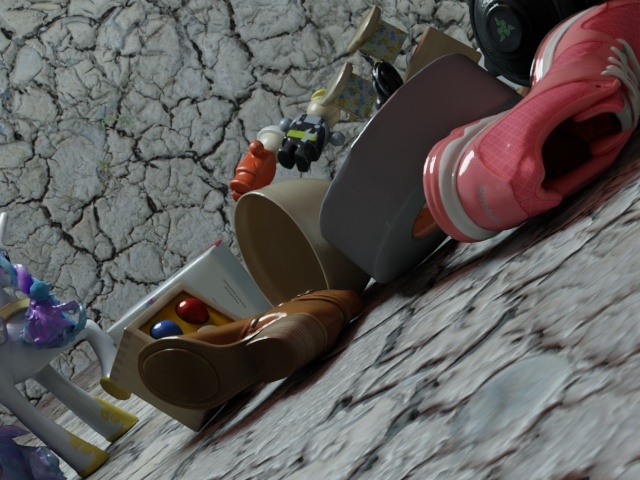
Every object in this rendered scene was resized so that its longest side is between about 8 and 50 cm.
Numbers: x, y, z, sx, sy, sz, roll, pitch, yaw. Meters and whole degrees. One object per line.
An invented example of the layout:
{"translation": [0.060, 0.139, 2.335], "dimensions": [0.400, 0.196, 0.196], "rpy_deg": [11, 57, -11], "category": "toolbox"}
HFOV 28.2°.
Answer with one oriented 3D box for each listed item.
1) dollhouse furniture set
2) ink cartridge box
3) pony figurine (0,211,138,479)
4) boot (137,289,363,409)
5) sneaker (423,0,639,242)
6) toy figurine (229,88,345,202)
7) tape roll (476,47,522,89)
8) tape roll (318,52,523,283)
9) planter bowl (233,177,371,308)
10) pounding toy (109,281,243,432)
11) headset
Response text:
{"translation": [0.111, -0.129, 1.460], "dimensions": [0.242, 0.212, 0.161], "rpy_deg": [-65, 8, -9], "category": "dollhouse furniture set"}
{"translation": [-0.169, 0.106, 1.684], "dimensions": [0.176, 0.127, 0.128], "rpy_deg": [-37, 5, 7], "category": "ink cartridge box"}
{"translation": [-0.420, 0.160, 1.577], "dimensions": [0.303, 0.363, 0.351], "rpy_deg": [-32, 7, 44], "category": "pony figurine"}
{"translation": [-0.064, 0.098, 1.222], "dimensions": [0.197, 0.073, 0.152], "rpy_deg": [-8, 13, 29], "category": "boot"}
{"translation": [0.229, -0.105, 1.077], "dimensions": [0.314, 0.116, 0.136], "rpy_deg": [-44, 21, -28], "category": "sneaker"}
{"translation": [0.000, -0.095, 1.864], "dimensions": [0.209, 0.213, 0.148], "rpy_deg": [-33, 20, 50], "category": "toy figurine"}
{"translation": [0.264, -0.240, 1.839], "dimensions": [0.286, 0.100, 0.286], "rpy_deg": [-41, 1, 1], "category": "tape roll"}
{"translation": [0.097, -0.066, 1.197], "dimensions": [0.219, 0.072, 0.219], "rpy_deg": [-44, -19, -20], "category": "tape roll"}
{"translation": [0.000, 0.000, 1.336], "dimensions": [0.109, 0.162, 0.162], "rpy_deg": [-30, 1, -27], "category": "planter bowl"}
{"translation": [-0.114, 0.110, 1.307], "dimensions": [0.130, 0.141, 0.100], "rpy_deg": [-44, -20, -54], "category": "pounding toy"}
{"translation": [0.221, -0.240, 1.294], "dimensions": [0.394, 0.185, 0.243], "rpy_deg": [-48, -20, 26], "category": "headset"}
